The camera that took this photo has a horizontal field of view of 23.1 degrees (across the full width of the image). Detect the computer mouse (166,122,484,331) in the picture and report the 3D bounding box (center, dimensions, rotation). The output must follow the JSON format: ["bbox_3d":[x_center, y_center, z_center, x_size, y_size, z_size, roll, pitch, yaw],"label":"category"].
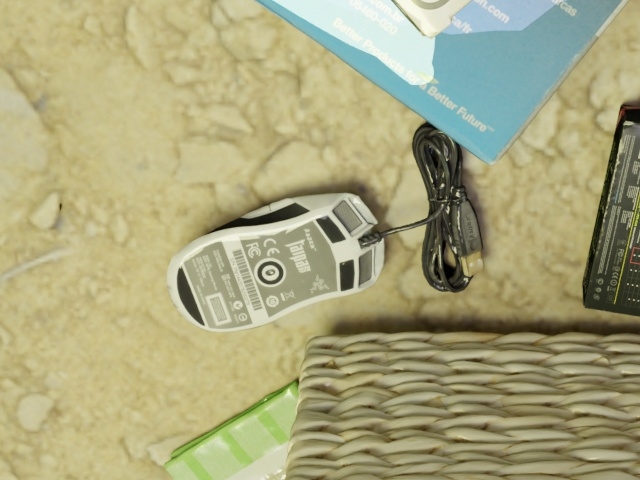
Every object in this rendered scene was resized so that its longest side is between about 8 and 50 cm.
[{"bbox_3d":[0.000,0.000,0.949,0.193,0.042,0.106,-15,114,7],"label":"computer mouse"}]

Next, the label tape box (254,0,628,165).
[{"bbox_3d":[0.093,-0.251,0.801,0.249,0.115,0.347,35,109,-7],"label":"label tape box"}]

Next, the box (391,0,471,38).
[{"bbox_3d":[0.080,-0.193,0.609,0.169,0.290,0.087,-40,102,19],"label":"box"}]

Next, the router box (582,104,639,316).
[{"bbox_3d":[0.210,-0.013,0.918,0.092,0.038,0.122,10,113,4],"label":"router box"}]

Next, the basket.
[{"bbox_3d":[0.132,0.242,0.891,0.331,0.266,0.328,-1,111,1],"label":"basket"}]

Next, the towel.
[{"bbox_3d":[-0.015,0.175,1.032,0.113,0.023,0.152,-32,102,15],"label":"towel"}]
